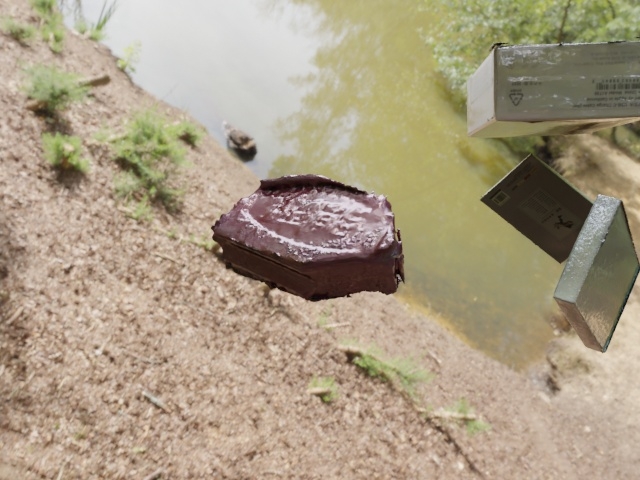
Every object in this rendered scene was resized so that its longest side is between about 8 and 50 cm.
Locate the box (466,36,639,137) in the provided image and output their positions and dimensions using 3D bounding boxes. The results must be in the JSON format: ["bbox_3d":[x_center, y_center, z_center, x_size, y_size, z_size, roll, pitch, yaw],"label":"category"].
[{"bbox_3d":[0.326,-0.208,0.853,0.203,0.106,0.252,-2,6,5],"label":"box"}]

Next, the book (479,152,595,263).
[{"bbox_3d":[0.369,-0.049,0.986,0.181,0.127,0.014,37,46,-3],"label":"book"}]

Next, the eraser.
[{"bbox_3d":[0.262,0.038,0.564,0.023,0.104,0.150,20,-13,40],"label":"eraser"}]

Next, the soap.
[{"bbox_3d":[0.000,0.000,0.923,0.289,0.112,0.182,20,58,28],"label":"soap"}]
